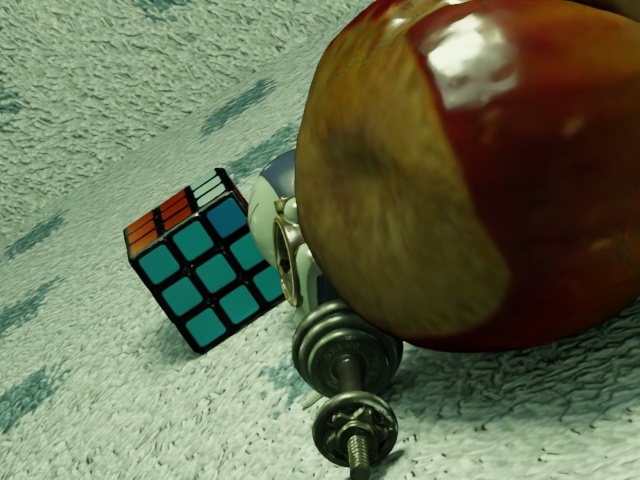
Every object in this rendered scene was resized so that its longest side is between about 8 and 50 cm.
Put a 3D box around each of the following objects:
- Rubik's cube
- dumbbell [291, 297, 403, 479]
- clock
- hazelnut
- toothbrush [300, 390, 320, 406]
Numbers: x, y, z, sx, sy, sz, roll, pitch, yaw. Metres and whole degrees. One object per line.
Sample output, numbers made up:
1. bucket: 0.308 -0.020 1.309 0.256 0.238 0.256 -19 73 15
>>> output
1. Rubik's cube: -0.143 0.022 1.896 0.160 0.162 0.163 -34 16 0
2. dumbbell: 0.030 0.145 1.371 0.110 0.110 0.254 -30 24 12
3. clock: 0.000 0.000 1.658 0.146 0.200 0.243 -13 36 -6
4. hazelnut: 0.164 -0.085 1.330 0.409 0.359 0.359 -10 29 52
5. toothbrush: 0.044 0.123 1.539 0.162 0.017 0.014 -40 13 -6
